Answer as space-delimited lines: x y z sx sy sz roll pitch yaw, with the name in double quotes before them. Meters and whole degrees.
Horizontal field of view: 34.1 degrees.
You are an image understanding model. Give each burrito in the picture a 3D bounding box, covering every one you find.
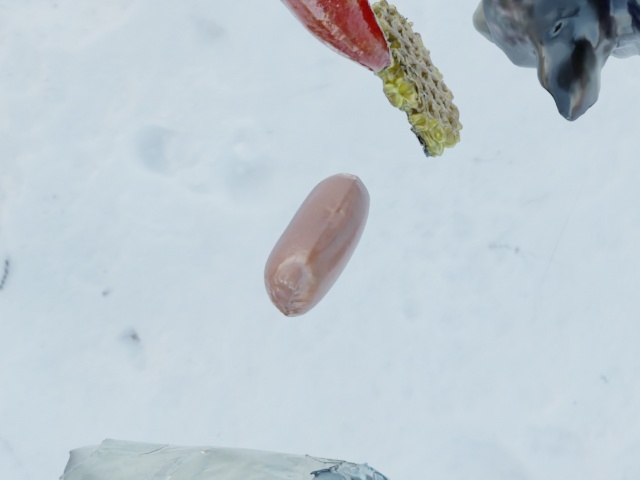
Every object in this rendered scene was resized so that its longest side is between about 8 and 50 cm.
"burrito" -0.096 0.265 1.064 0.445 0.139 0.101 -4 105 29

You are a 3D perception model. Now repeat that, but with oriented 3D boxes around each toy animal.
"toy animal" 0.262 -0.211 0.864 0.344 0.303 0.194 0 107 46

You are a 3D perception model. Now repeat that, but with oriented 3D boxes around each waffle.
"waffle" 0.129 -0.233 1.475 0.051 0.231 0.228 -31 104 23

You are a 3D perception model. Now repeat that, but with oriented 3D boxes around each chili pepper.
"chili pepper" -0.016 -0.216 0.743 0.071 0.063 0.272 -37 125 -6

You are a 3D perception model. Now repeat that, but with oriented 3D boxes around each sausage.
"sausage" 0.000 0.000 1.021 0.077 0.194 0.077 12 130 15
